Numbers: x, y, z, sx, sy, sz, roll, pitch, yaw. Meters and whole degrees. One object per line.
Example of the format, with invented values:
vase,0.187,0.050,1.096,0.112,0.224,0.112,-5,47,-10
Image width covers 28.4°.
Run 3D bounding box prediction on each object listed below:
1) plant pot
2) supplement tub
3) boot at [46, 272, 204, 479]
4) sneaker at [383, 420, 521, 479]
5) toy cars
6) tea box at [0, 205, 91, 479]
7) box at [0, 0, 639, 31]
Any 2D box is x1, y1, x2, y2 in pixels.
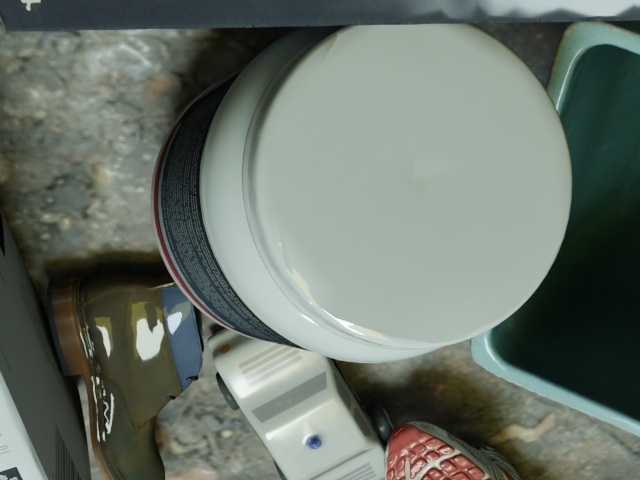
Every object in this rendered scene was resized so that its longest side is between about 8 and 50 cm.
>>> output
plant pot,0.275,-0.031,0.809,0.248,0.252,0.247,23,125,17
supplement tub,0.011,-0.027,0.750,0.191,0.272,0.191,0,89,-16
boot,-0.126,0.116,0.968,0.106,0.082,0.219,-12,123,3
sneaker,0.118,0.212,1.061,0.088,0.093,0.225,-30,132,14
toy cars,-0.032,0.236,1.030,0.176,0.087,0.394,8,113,-13
tea box,-0.350,0.092,0.817,0.323,0.220,0.329,-17,125,-4
box,-0.011,-0.276,0.589,0.343,0.179,0.312,3,127,19
